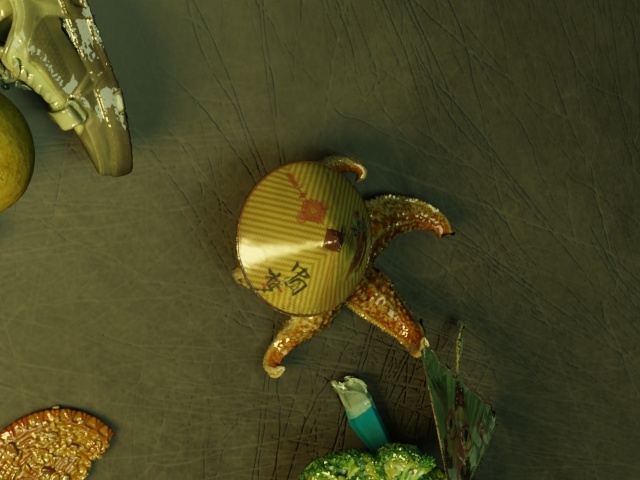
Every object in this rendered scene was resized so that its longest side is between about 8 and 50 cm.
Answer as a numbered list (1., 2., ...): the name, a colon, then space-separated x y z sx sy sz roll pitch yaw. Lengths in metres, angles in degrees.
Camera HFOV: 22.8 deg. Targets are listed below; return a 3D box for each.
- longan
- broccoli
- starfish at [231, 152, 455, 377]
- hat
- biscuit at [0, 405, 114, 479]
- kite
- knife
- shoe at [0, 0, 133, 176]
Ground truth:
1. longan: -0.399 -0.095 1.750 0.176 0.154 0.145 -47 145 -38
2. broccoli: 0.073 0.386 2.051 0.269 0.269 0.254 31 103 -29
3. starfish: 0.029 0.047 2.033 0.303 0.113 0.312 41 81 -28
4. hat: 0.000 0.000 1.908 0.193 0.082 0.193 -2 94 -31
5. biscuit: -0.356 0.282 1.946 0.206 0.025 0.126 -46 118 -9
6. kite: 0.184 0.231 2.112 0.323 0.013 0.268 42 47 -57
7. knife: 0.086 0.296 2.172 0.044 0.026 0.296 -31 118 -13
8. shoe: -0.318 -0.193 1.798 0.149 0.109 0.293 -22 107 -19
